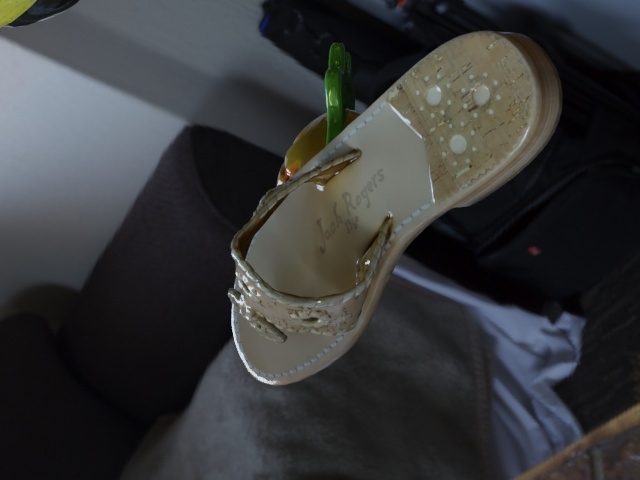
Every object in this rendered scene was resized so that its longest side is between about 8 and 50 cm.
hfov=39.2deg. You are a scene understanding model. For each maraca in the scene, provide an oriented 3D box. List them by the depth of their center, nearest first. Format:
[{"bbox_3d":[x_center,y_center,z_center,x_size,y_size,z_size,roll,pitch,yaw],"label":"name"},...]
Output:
[{"bbox_3d":[0.017,-0.048,0.660,0.127,0.099,0.185,-28,-63,-85],"label":"maraca"}]

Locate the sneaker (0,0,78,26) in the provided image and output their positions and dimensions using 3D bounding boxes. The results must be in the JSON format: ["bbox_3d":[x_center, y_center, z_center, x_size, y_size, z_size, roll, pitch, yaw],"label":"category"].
[{"bbox_3d":[-0.146,-0.251,0.288,0.145,0.147,0.384,9,97,47],"label":"sneaker"}]

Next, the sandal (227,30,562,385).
[{"bbox_3d":[-0.003,-0.005,0.405,0.240,0.079,0.088,-45,66,37],"label":"sandal"}]
